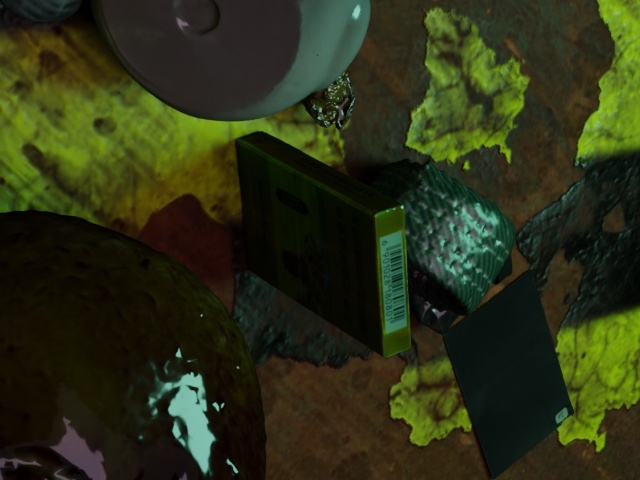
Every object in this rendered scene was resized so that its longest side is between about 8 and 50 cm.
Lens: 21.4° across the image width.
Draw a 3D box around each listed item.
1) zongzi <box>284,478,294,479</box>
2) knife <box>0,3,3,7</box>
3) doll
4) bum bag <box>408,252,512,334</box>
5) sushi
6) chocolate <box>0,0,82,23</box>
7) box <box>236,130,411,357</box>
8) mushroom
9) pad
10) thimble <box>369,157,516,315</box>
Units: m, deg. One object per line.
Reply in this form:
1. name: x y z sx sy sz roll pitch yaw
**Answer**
1. zongzi: -0.111 0.327 1.440 0.242 0.112 0.221 -16 129 -11
2. knife: -0.331 -0.157 1.096 0.331 0.044 0.080 -1 105 -41
3. doll: -0.050 -0.216 1.213 0.221 0.221 0.251 -11 137 -34
4. bum bag: 0.131 0.036 1.536 0.124 0.034 0.058 -39 114 -20
5. sushi: -0.003 -0.141 1.340 0.061 0.060 0.118 -43 128 -9
6. chocolate: -0.210 -0.217 1.131 0.072 0.072 0.167 -38 121 -20
7. box: 0.000 0.000 1.313 0.030 0.193 0.121 -19 120 -28
8. mushroom: -0.193 0.154 1.203 0.331 0.334 0.356 -30 167 4
9. pad: 0.185 0.132 1.639 0.116 0.004 0.193 -36 127 -21
10. thimble: 0.093 -0.005 1.436 0.135 0.118 0.090 36 80 -26
